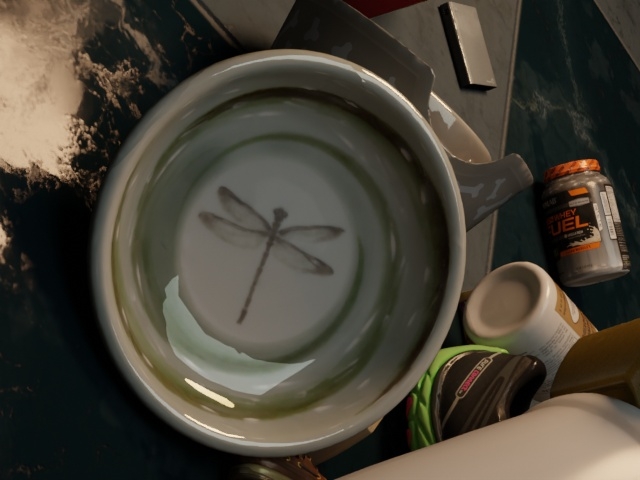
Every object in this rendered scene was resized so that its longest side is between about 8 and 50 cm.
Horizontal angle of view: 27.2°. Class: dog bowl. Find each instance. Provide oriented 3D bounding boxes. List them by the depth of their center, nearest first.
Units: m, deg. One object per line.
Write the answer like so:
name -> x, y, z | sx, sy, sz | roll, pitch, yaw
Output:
dog bowl -> 0.079, -0.141, 1.525 | 0.349, 0.102, 0.349 | 40, -1, 1

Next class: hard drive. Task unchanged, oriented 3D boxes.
hard drive -> 0.232, -0.303, 2.071 | 0.094, 0.022, 0.135 | -4, 78, -57

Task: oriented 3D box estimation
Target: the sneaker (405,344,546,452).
sneaker -> 0.225, 0.351, 1.549 | 0.185, 0.202, 0.482 | 33, 47, -67

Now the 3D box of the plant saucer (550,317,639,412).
plant saucer -> 0.350, 0.252, 1.401 | 0.081, 0.333, 0.332 | -15, 82, -14

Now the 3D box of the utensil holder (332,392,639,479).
utensil holder -> 0.147, 0.347, 1.244 | 0.386, 0.328, 0.327 | -13, 85, -33

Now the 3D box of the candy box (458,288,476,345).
candy box -> 0.268, 0.129, 1.884 | 0.187, 0.053, 0.109 | 13, 65, -54

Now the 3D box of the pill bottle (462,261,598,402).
pill bottle -> 0.301, 0.141, 1.758 | 0.229, 0.131, 0.131 | 44, 42, -35

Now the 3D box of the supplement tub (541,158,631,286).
supplement tub -> 0.425, -0.028, 2.137 | 0.117, 0.117, 0.190 | 5, 70, -55

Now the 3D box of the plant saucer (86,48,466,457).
plant saucer -> -0.047, 0.012, 1.324 | 0.401, 0.100, 0.400 | -2, 96, -25

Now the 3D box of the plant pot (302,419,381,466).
plant pot -> 0.015, 0.172, 1.442 | 0.109, 0.096, 0.109 | 64, 33, -13

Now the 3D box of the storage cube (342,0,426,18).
storage cube -> 0.116, -0.431, 1.792 | 0.183, 0.215, 0.193 | -49, 122, -54

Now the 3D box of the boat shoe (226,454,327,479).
boat shoe -> -0.024, 0.248, 1.375 | 0.178, 0.064, 0.060 | 35, 49, -40
